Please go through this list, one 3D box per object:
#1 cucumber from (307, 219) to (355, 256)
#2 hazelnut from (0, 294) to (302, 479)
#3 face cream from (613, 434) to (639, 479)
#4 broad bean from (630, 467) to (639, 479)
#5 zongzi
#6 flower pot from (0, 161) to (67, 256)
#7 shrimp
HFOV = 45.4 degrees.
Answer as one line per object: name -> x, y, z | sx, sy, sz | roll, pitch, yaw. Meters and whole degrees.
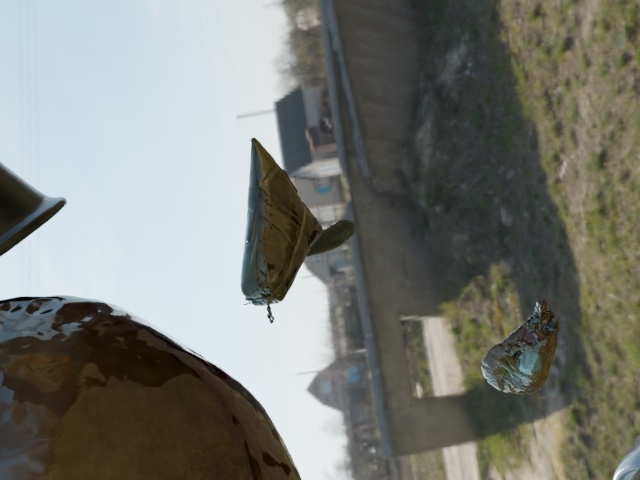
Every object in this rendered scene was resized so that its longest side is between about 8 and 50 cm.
cucumber -> 0.000, 0.000, 1.557 | 0.284, 0.056, 0.056 | -22, -73, -56
hazelnut -> -0.187, 0.246, 0.632 | 0.352, 0.421, 0.421 | -59, -7, -7
face cream -> 0.615, 0.325, 1.334 | 0.071, 0.291, 0.144 | 38, 147, 22
broad bean -> 0.341, 0.279, 0.783 | 0.082, 0.174, 0.124 | 36, 111, 35
zongzi -> -0.083, -0.013, 0.988 | 0.178, 0.081, 0.189 | 62, -142, -33
flower pot -> -0.372, -0.025, 0.698 | 0.148, 0.235, 0.235 | 58, -172, -15
shrimp -> 0.270, 0.147, 1.008 | 0.043, 0.091, 0.184 | -75, -2, -48
